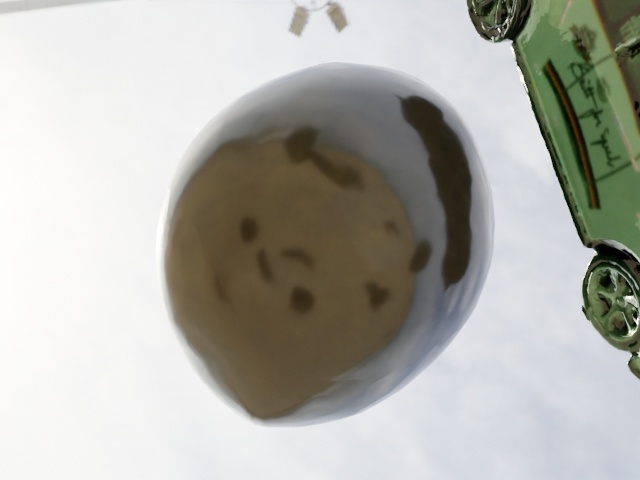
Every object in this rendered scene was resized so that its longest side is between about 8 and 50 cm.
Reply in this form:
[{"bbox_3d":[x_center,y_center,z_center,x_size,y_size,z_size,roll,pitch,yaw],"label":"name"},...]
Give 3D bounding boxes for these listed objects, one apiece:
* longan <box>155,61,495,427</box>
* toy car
[{"bbox_3d":[0.000,0.000,0.485,0.198,0.198,0.212,39,-88,20],"label":"longan"},{"bbox_3d":[0.186,-0.073,0.433,0.125,0.136,0.305,130,-55,-66],"label":"toy car"}]
